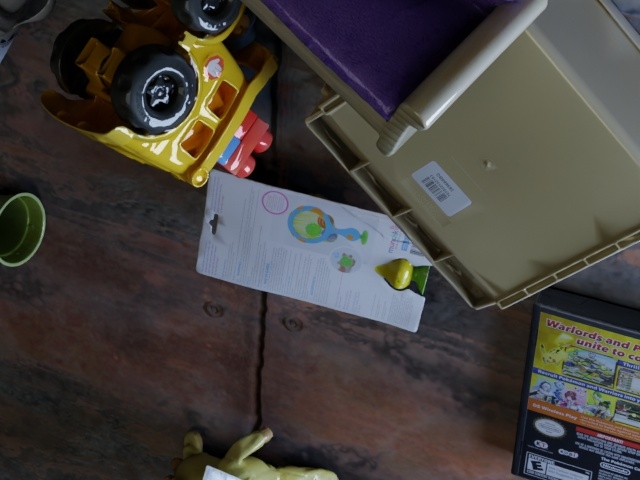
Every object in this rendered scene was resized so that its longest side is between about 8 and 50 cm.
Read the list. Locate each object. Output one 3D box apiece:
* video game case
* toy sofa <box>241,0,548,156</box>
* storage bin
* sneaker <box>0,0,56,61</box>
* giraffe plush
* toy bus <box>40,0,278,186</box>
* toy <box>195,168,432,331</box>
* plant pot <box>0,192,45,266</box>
[{"bbox_3d":[0.338,0.181,1.689,0.274,0.035,0.248,15,132,16],"label":"video game case"},{"bbox_3d":[-0.008,-0.250,1.261,0.362,0.150,0.177,44,163,2],"label":"toy sofa"},{"bbox_3d":[0.167,-0.098,1.490,0.262,0.123,0.260,47,132,-14],"label":"storage bin"},{"bbox_3d":[-0.414,-0.303,1.614,0.210,0.137,0.366,-38,95,30],"label":"sneaker"},{"bbox_3d":[-0.106,0.307,1.942,0.210,0.181,0.170,47,154,-28],"label":"giraffe plush"},{"bbox_3d":[-0.115,-0.160,1.557,0.211,0.220,0.149,34,176,-40],"label":"toy bus"},{"bbox_3d":[0.000,0.000,1.697,0.237,0.056,0.137,17,128,7],"label":"toy"},{"bbox_3d":[-0.361,-0.021,1.853,0.079,0.083,0.083,17,133,31],"label":"plant pot"}]
